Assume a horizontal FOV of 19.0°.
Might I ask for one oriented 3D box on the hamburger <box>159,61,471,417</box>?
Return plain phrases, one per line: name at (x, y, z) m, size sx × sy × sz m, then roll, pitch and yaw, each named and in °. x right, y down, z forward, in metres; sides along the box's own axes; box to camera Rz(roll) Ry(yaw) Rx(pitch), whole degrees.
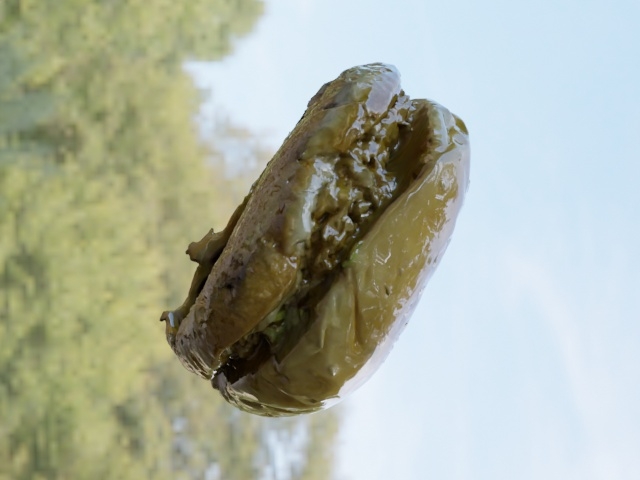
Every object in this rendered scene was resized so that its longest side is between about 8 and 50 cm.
hamburger at (0.000, 0.000, 1.541) m, size 0.319 × 0.158 × 0.319 m, roll -53°, pitch -168°, yaw 16°
